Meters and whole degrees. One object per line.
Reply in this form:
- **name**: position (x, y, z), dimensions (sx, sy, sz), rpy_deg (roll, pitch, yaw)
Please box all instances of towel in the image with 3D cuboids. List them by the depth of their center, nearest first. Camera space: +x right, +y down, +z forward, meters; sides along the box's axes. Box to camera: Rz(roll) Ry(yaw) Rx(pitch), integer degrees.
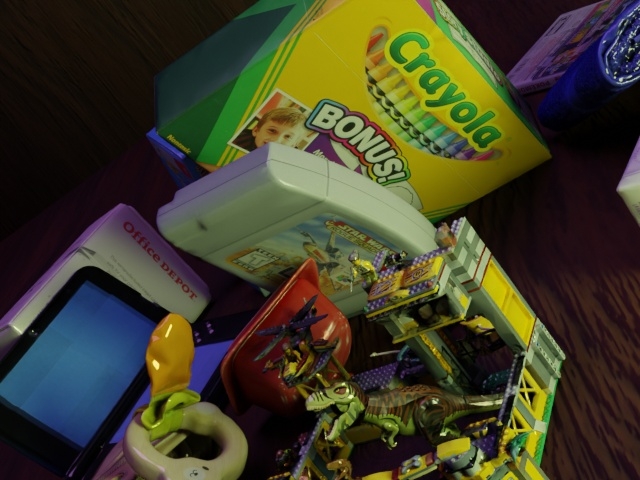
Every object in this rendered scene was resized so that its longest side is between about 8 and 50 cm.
- **towel**: position (0.349, -0.226, 1.137), dimensions (0.228, 0.076, 0.308), rpy_deg (-38, -3, -2)

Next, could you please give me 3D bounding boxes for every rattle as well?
- **rattle**: position (-0.110, 0.187, 0.999), dimensions (0.142, 0.130, 0.199), rpy_deg (-62, 28, 15)

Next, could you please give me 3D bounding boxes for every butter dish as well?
- **butter dish**: position (-0.016, 0.127, 1.102), dimensions (0.160, 0.118, 0.160), rpy_deg (-50, -22, -21)

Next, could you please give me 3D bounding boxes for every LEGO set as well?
- **LEGO set**: position (0.038, 0.124, 0.873), dimensions (0.331, 0.192, 0.255), rpy_deg (-20, 26, 43)

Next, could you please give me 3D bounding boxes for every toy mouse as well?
- **toy mouse**: position (0.117, 0.094, 1.046), dimensions (0.143, 0.031, 0.161), rpy_deg (-32, 19, 16)

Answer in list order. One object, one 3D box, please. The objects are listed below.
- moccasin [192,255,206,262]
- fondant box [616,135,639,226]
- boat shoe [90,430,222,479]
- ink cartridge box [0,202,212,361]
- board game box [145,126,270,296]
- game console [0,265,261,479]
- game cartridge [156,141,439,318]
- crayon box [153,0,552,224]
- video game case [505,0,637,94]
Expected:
- **moccasin**: position (-0.103, -0.089, 1.704), dimensions (0.147, 0.139, 0.380), rpy_deg (-20, 26, 45)
- **fondant box**: position (0.438, -0.120, 0.861), dimensions (0.330, 0.096, 0.238), rpy_deg (-21, 25, 44)
- **boat shoe**: position (-0.200, 0.293, 1.026), dimensions (0.110, 0.121, 0.341), rpy_deg (-23, 22, 34)
- **ink cartridge box**: position (-0.320, 0.116, 1.518), dimensions (0.117, 0.207, 0.283), rpy_deg (-28, 20, 44)
- **board game box**: position (-0.044, -0.125, 1.426), dimensions (0.302, 0.308, 0.086), rpy_deg (-43, 51, -15)
- **game console**: position (-0.250, 0.157, 1.319), dimensions (0.250, 0.173, 0.293), rpy_deg (-16, 31, 39)
- **game cartridge**: position (0.000, 0.000, 1.111), dimensions (0.198, 0.297, 0.062), rpy_deg (-20, 55, 39)
- **crayon box**: position (0.044, -0.142, 1.213), dimensions (0.313, 0.363, 0.106), rpy_deg (-30, 47, 24)
- **video game case**: position (0.364, -0.280, 1.477), dimensions (0.201, 0.023, 0.183), rpy_deg (-47, 20, -27)
